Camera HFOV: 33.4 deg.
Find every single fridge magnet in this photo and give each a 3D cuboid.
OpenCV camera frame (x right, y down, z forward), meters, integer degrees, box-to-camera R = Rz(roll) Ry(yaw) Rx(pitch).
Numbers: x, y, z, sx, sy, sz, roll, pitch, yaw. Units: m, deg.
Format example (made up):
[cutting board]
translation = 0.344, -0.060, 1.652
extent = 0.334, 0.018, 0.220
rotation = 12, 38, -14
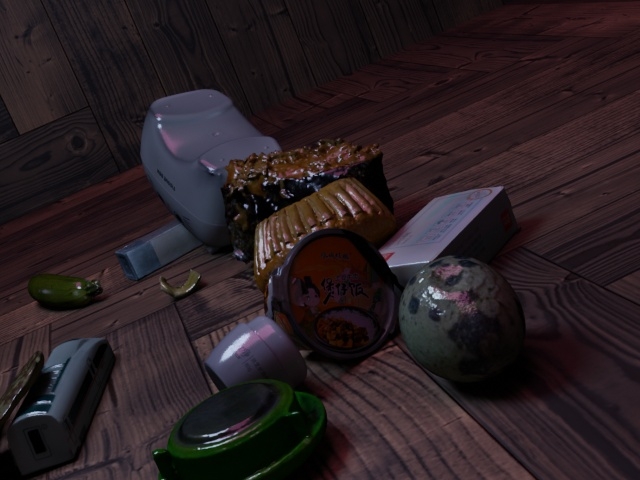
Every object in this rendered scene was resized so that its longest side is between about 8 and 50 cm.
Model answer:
[fridge magnet]
translation = -0.092, 0.229, 1.223
extent = 0.208, 0.088, 0.208
rotation = -21, 16, 6

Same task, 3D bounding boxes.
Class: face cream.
[face cream]
translation = -0.083, 0.163, 1.377
extent = 0.104, 0.117, 0.117
rotation = -36, 19, -16

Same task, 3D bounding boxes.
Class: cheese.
[cheese]
translation = -0.268, 0.085, 2.010
extent = 0.084, 0.041, 0.060
rotation = -12, 19, -24

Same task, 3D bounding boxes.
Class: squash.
[squash]
translation = -0.564, 0.108, 2.280
extent = 0.318, 0.080, 0.071
rotation = -2, 64, 53

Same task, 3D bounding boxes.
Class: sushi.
[sushi]
translation = -0.039, -0.066, 1.906
extent = 0.348, 0.207, 0.234
rotation = -6, 15, 38

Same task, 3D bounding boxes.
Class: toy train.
[toy train]
translation = -0.394, 0.222, 1.653
extent = 0.086, 0.088, 0.407
rotation = -20, 15, 4

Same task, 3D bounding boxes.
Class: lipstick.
[lipstick]
translation = -0.288, -0.018, 2.316
extent = 0.317, 0.068, 0.066
rotation = -31, 17, -26

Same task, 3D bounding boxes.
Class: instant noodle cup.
[instant noodle cup]
translation = 0.000, 0.081, 1.467
extent = 0.125, 0.208, 0.178
rotation = -23, 50, 58

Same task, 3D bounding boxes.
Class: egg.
[egg]
translation = 0.164, 0.093, 1.230
extent = 0.141, 0.141, 0.182
rotation = -25, 25, -8

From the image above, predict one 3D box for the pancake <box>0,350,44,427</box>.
[pancake]
translation = -0.469, 0.261, 1.537
extent = 0.235, 0.029, 0.212
rotation = -58, 11, -12

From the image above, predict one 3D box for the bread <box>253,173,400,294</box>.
[bread]
translation = 0.000, 0.004, 1.634
extent = 0.240, 0.139, 0.240
rotation = -26, -15, -8

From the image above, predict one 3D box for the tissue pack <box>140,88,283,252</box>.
[tissue pack]
translation = -0.224, -0.140, 2.221
extent = 0.229, 0.236, 0.333
rotation = -19, 46, -30

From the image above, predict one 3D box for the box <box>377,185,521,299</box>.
[box]
translation = 0.181, 0.011, 1.580
extent = 0.135, 0.079, 0.269
rotation = -9, 21, 37
